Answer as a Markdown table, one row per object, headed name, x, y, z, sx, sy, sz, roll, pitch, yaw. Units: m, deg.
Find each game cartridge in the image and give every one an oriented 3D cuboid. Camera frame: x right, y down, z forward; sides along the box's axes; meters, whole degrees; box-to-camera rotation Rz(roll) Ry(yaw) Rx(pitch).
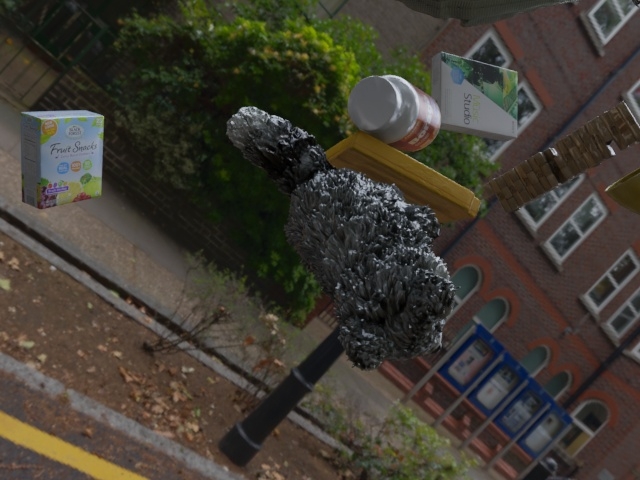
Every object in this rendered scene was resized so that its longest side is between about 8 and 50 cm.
| name | x | y | z | sx | sy | sz | roll | pitch | yaw |
| --- | --- | --- | --- | --- | --- | --- | --- | --- | --- |
| game cartridge | 0.132 | -0.108 | 1.043 | 0.285 | 0.053 | 0.323 | 25 | -8 | -14 |

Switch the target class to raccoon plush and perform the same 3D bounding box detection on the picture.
| name | x | y | z | sx | sy | sz | roll | pitch | yaw |
| --- | --- | --- | --- | --- | --- | --- | --- | --- | --- |
| raccoon plush | 0.000 | 0.000 | 0.721 | 0.446 | 0.216 | 0.299 | 30 | 17 | -2 |

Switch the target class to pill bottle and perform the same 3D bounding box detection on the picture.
| name | x | y | z | sx | sy | sz | roll | pitch | yaw |
| --- | --- | --- | --- | --- | --- | --- | --- | --- | --- |
| pill bottle | 0.138 | -0.235 | 0.932 | 0.121 | 0.121 | 0.216 | 44 | 23 | 20 |

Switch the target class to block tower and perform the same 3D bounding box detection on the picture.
| name | x | y | z | sx | sy | sz | roll | pitch | yaw |
| --- | --- | --- | --- | --- | --- | --- | --- | --- | --- |
| block tower | 0.555 | -0.178 | 1.158 | 0.090 | 0.335 | 0.097 | -13 | 74 | -53 |

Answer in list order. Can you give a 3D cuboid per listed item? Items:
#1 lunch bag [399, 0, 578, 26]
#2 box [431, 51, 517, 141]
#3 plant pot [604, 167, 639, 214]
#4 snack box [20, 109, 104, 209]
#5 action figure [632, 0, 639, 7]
| name | x | y | z | sx | sy | sz | roll | pitch | yaw |
| --- | --- | --- | --- | --- | --- | --- | --- | --- | --- |
| lunch bag | 0.149 | -0.271 | 0.255 | 0.168 | 0.287 | 0.235 | 34 | -31 | 25 |
| box | 0.506 | -0.463 | 1.635 | 0.321 | 0.233 | 0.058 | 4 | -5 | -25 |
| plant pot | 0.769 | -0.117 | 1.195 | 0.095 | 0.134 | 0.134 | 58 | 3 | 7 |
| snack box | -0.598 | -0.193 | 1.168 | 0.070 | 0.207 | 0.174 | 18 | 22 | 19 |
| action figure | 0.891 | -0.676 | 1.266 | 0.099 | 0.185 | 0.285 | 45 | 22 | -6 |
